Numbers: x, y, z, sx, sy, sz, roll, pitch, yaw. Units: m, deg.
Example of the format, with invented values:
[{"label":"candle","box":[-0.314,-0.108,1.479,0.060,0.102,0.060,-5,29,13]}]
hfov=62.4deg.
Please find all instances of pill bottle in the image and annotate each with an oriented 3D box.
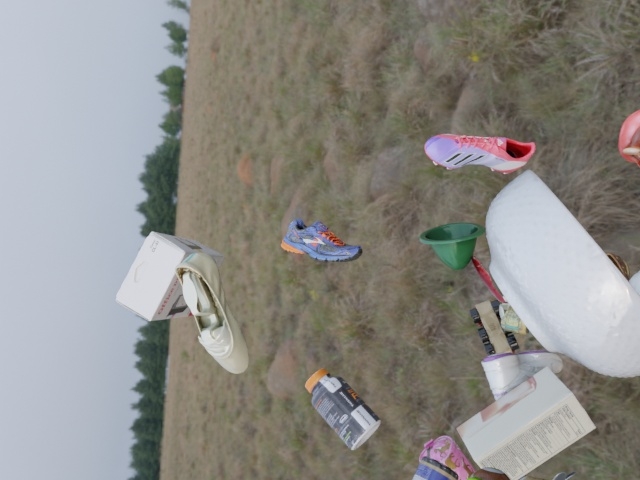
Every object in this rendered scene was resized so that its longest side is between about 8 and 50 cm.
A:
[{"label":"pill bottle","box":[0.322,0.786,1.606,0.219,0.123,0.123,-58,6,-21]},{"label":"pill bottle","box":[0.061,0.517,1.652,0.245,0.130,0.130,43,138,25]}]

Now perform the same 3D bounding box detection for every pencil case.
[{"label":"pencil case","box":[0.534,0.897,1.937,0.167,0.386,0.160,-34,8,46]}]

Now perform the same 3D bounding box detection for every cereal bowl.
[{"label":"cereal bowl","box":[0.360,0.063,0.801,0.141,0.339,0.339,-37,38,18]}]

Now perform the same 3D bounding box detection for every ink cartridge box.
[{"label":"ink cartridge box","box":[-0.437,0.111,1.585,0.226,0.131,0.306,-63,-11,1]}]

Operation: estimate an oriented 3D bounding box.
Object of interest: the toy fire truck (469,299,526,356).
[{"label":"toy fire truck","box":[0.703,0.353,2.068,0.246,0.158,0.217,41,-152,-62]}]

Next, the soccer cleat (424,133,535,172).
[{"label":"soccer cleat","box":[0.348,-0.200,1.154,0.095,0.248,0.083,133,139,-60]}]

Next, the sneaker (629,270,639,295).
[{"label":"sneaker","box":[0.656,0.071,0.846,0.236,0.130,0.323,-49,7,26]}]

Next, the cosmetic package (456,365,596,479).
[{"label":"cosmetic package","box":[0.529,0.487,1.375,0.153,0.296,0.129,52,-173,-22]}]

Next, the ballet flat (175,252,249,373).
[{"label":"ballet flat","box":[-0.208,0.145,0.993,0.248,0.086,0.086,69,164,-2]}]

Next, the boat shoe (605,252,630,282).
[{"label":"boat shoe","box":[0.691,0.105,1.232,0.064,0.060,0.178,-29,35,37]}]

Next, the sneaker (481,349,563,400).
[{"label":"sneaker","box":[0.585,0.395,1.517,0.114,0.305,0.152,-35,58,54]}]

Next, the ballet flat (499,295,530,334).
[{"label":"ballet flat","box":[0.720,0.241,1.945,0.348,0.123,0.123,-37,-39,-61]}]

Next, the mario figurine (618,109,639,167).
[{"label":"mario figurine","box":[0.693,-0.157,0.986,0.320,0.198,0.170,-86,0,-75]}]

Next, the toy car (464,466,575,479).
[{"label":"toy car","box":[0.398,0.487,1.022,0.188,0.155,0.149,-40,54,19]}]

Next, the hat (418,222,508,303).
[{"label":"hat","box":[0.365,0.065,1.405,0.208,0.173,0.184,-93,-10,-77]}]

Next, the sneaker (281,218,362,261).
[{"label":"sneaker","box":[0.000,0.000,1.257,0.221,0.083,0.087,13,97,30]}]
